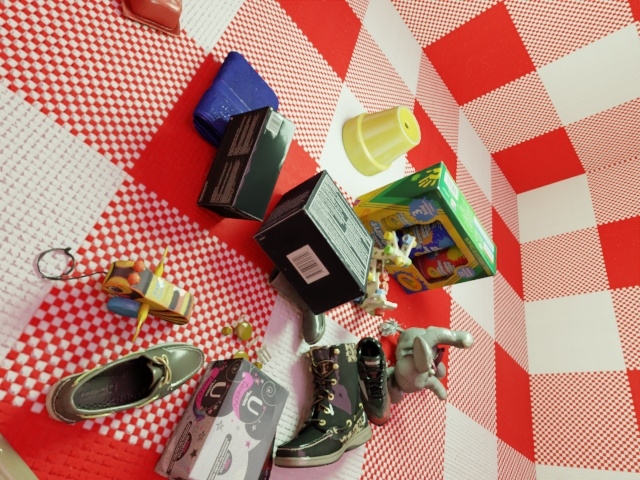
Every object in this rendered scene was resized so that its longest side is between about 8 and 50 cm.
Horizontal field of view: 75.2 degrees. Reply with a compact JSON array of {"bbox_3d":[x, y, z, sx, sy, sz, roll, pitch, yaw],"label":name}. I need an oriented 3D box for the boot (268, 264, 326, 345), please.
[{"bbox_3d":[-0.066,0.173,1.194,0.208,0.076,0.190,51,29,-33],"label":"boot"}]

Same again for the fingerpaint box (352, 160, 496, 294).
[{"bbox_3d":[0.385,-0.018,1.557,0.445,0.371,0.163,49,43,-26],"label":"fingerpaint box"}]

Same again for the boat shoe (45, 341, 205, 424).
[{"bbox_3d":[-0.349,0.270,0.813,0.305,0.091,0.109,-6,81,-50],"label":"boat shoe"}]

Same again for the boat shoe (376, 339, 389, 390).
[{"bbox_3d":[0.198,0.447,1.390,0.084,0.079,0.233,30,52,-39],"label":"boat shoe"}]

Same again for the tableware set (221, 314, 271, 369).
[{"bbox_3d":[-0.194,0.274,1.049,0.104,0.024,0.154,-45,111,-44],"label":"tableware set"}]

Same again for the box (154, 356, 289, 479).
[{"bbox_3d":[-0.201,0.402,0.893,0.163,0.142,0.247,47,45,-27],"label":"box"}]

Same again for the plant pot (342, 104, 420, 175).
[{"bbox_3d":[0.255,-0.416,1.670,0.254,0.239,0.254,21,60,-42],"label":"plant pot"}]

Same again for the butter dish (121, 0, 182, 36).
[{"bbox_3d":[-0.417,-0.641,1.073,0.160,0.118,0.160,1,75,-49],"label":"butter dish"}]

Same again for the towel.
[{"bbox_3d":[-0.241,-0.379,1.217,0.227,0.076,0.308,44,47,-37],"label":"towel"}]

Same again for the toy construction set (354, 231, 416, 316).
[{"bbox_3d":[0.210,0.131,1.419,0.151,0.215,0.328,45,46,-28],"label":"toy construction set"}]

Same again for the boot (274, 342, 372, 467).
[{"bbox_3d":[0.007,0.430,1.126,0.377,0.138,0.284,11,68,-51],"label":"boot"}]

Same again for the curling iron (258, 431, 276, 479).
[{"bbox_3d":[-0.143,0.542,0.990,0.068,0.035,0.274,29,54,-34],"label":"curling iron"}]

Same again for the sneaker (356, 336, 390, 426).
[{"bbox_3d":[0.159,0.422,1.284,0.135,0.097,0.276,82,2,-59],"label":"sneaker"}]

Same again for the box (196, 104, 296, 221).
[{"bbox_3d":[-0.188,-0.189,1.050,0.103,0.184,0.261,27,77,-43],"label":"box"}]

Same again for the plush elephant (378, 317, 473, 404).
[{"bbox_3d":[0.346,0.430,1.432,0.329,0.272,0.255,26,37,-7],"label":"plush elephant"}]

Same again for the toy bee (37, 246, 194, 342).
[{"bbox_3d":[-0.361,0.100,0.814,0.298,0.162,0.195,9,71,-47],"label":"toy bee"}]

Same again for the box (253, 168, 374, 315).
[{"bbox_3d":[0.000,0.000,1.205,0.296,0.182,0.294,54,27,-17],"label":"box"}]

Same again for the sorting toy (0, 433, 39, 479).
[{"bbox_3d":[-0.502,0.464,0.600,0.229,0.041,0.307,-42,108,-48],"label":"sorting toy"}]
